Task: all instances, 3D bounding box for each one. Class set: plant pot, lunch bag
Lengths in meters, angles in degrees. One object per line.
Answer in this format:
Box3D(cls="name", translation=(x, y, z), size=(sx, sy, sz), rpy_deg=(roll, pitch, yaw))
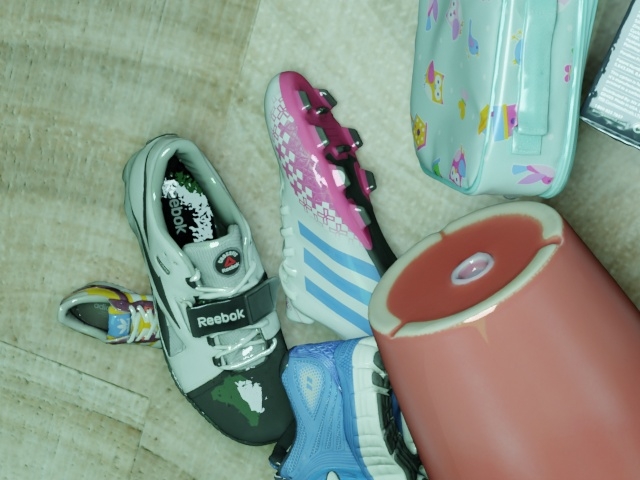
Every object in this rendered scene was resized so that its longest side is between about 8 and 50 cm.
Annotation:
Box3D(cls="plant pot", translation=(0.183, 0.116, 1.551), size=(0.275, 0.275, 0.243), rpy_deg=(-23, 114, 19))
Box3D(cls="lunch bag", translation=(0.168, -0.172, 1.560), size=(0.108, 0.224, 0.279), rpy_deg=(1, 101, -18))

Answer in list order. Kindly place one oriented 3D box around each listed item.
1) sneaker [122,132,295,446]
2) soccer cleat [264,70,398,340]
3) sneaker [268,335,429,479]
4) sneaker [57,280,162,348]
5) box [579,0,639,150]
Box3D(cls="sneaker", translation=(-0.107, 0.050, 1.701), size=(0.122, 0.146, 0.330), rpy_deg=(-24, 89, -15))
Box3D(cls="soccer cleat", translation=(0.000, 0.000, 1.701), size=(0.143, 0.116, 0.331), rpy_deg=(-26, 92, 21))
Box3D(cls="sneaker", translation=(0.037, 0.223, 1.704), size=(0.147, 0.130, 0.330), rpy_deg=(5, 125, 28))
Box3D(cls="sneaker", translation=(-0.181, 0.086, 1.786), size=(0.185, 0.084, 0.069), rpy_deg=(4, 101, 15))
Box3D(cls="box", translation=(0.330, -0.187, 1.550), size=(0.108, 0.153, 0.207), rpy_deg=(27, 107, 10))
